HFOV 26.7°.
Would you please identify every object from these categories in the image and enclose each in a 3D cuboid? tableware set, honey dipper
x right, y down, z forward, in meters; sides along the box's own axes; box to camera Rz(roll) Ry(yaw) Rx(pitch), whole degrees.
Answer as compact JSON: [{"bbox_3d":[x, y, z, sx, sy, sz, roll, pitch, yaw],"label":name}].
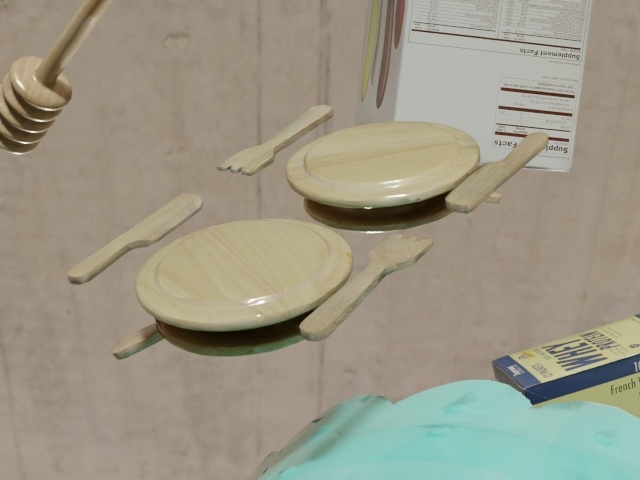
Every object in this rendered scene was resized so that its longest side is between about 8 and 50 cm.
[{"bbox_3d":[0.000,0.000,0.573,0.128,0.194,0.039,11,-58,33],"label":"tableware set"},{"bbox_3d":[-0.098,-0.096,0.575,0.030,0.030,0.160,30,-51,-20],"label":"honey dipper"}]

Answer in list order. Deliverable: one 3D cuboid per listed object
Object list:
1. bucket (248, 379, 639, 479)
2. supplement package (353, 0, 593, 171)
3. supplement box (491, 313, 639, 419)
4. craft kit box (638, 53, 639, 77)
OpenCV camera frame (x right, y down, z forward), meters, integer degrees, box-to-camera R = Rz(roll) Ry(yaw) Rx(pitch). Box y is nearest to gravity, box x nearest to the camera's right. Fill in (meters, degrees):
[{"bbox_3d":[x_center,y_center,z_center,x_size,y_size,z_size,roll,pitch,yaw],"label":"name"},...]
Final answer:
[{"bbox_3d":[0.046,0.203,0.500,0.281,0.183,0.281,5,-75,22],"label":"bucket"},{"bbox_3d":[0.121,-0.170,1.111,0.149,0.194,0.203,5,-83,-8],"label":"supplement package"},{"bbox_3d":[0.134,0.089,0.631,0.083,0.056,0.083,-17,-80,-6],"label":"supplement box"},{"bbox_3d":[0.371,-0.211,0.974,0.250,0.061,0.247,7,-45,11],"label":"craft kit box"}]
